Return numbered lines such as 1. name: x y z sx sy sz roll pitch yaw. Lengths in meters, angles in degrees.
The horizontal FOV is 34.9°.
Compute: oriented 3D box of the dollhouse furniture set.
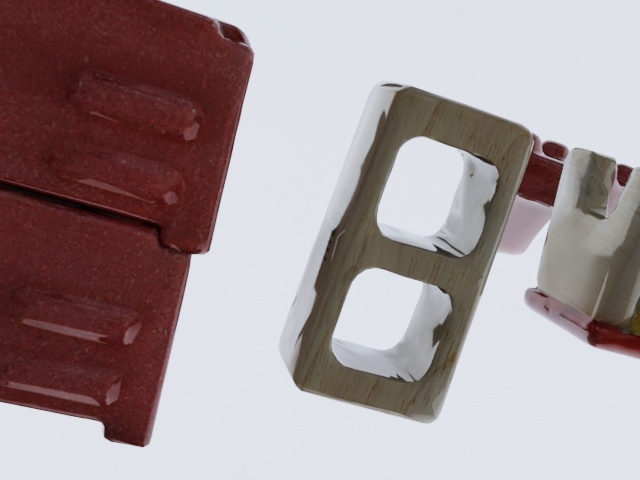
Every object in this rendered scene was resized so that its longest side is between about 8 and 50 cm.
1. dollhouse furniture set: 0.000 0.000 0.455 0.374 0.201 0.152 16 -81 -17
